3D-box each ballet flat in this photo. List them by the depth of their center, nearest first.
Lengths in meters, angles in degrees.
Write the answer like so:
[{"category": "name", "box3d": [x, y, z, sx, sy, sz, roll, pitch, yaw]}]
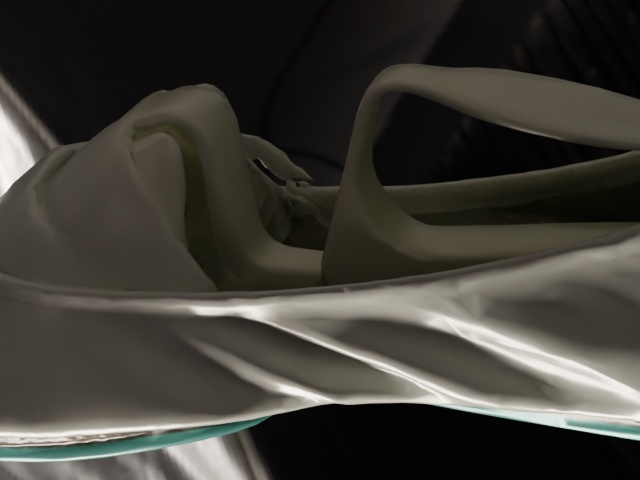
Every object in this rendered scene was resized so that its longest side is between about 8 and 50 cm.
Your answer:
[{"category": "ballet flat", "box3d": [0.000, 0.000, 0.640, 0.400, 0.139, 0.139, -1, 147, 14]}]
